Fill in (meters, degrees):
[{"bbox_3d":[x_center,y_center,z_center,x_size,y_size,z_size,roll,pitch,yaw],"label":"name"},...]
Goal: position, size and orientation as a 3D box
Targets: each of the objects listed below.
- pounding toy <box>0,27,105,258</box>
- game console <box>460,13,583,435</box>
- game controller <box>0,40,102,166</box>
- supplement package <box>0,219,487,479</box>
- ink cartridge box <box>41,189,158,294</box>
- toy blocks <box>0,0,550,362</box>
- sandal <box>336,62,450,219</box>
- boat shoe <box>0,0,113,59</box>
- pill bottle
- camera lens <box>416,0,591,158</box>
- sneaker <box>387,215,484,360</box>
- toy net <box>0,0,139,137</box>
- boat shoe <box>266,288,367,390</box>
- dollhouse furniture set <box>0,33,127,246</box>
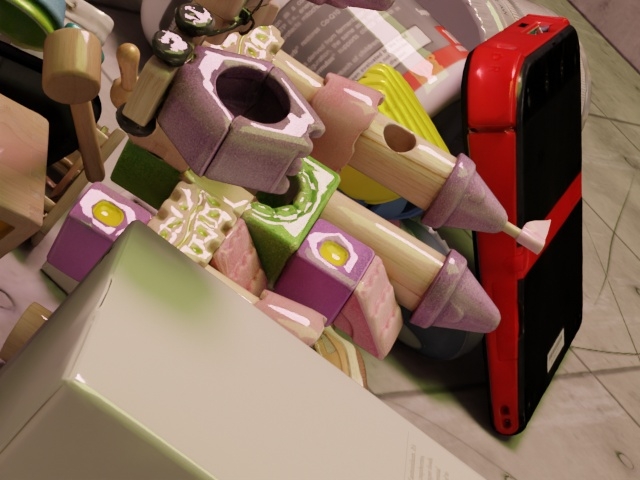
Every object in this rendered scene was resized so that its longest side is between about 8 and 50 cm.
[{"bbox_3d":[-0.202,-0.039,1.113,0.181,0.206,0.094,28,44,-35],"label":"pounding toy"},{"bbox_3d":[0.196,-0.031,1.814,0.060,0.342,0.386,2,13,16],"label":"game console"},{"bbox_3d":[-0.291,-0.103,1.161,0.319,0.166,0.067,22,47,-41],"label":"game controller"},{"bbox_3d":[-0.050,0.166,1.018,0.293,0.175,0.177,38,25,-12],"label":"supplement package"},{"bbox_3d":[-0.108,0.015,1.406,0.115,0.067,0.198,44,21,4],"label":"ink cartridge box"},{"bbox_3d":[0.005,-0.012,1.180,0.260,0.309,0.288,32,43,0],"label":"toy blocks"},{"bbox_3d":[0.018,-0.059,1.506,0.126,0.138,0.317,59,17,9],"label":"sandal"},{"bbox_3d":[-0.249,-0.197,1.510,0.226,0.076,0.083,38,-6,24],"label":"boat shoe"},{"bbox_3d":[-0.036,-0.203,1.794,0.363,0.210,0.210,46,20,11],"label":"pill bottle"},{"bbox_3d":[0.153,-0.172,2.076,0.219,0.219,0.274,51,21,23],"label":"camera lens"},{"bbox_3d":[0.000,0.000,1.636,0.319,0.112,0.131,44,41,3],"label":"sneaker"},{"bbox_3d":[-0.174,-0.122,1.393,0.122,0.045,0.232,6,-31,47],"label":"toy net"},{"bbox_3d":[-0.020,0.088,1.442,0.072,0.068,0.190,19,17,-23],"label":"boat shoe"},{"bbox_3d":[-0.247,-0.091,1.385,0.182,0.101,0.161,39,-5,-8],"label":"dollhouse furniture set"}]
